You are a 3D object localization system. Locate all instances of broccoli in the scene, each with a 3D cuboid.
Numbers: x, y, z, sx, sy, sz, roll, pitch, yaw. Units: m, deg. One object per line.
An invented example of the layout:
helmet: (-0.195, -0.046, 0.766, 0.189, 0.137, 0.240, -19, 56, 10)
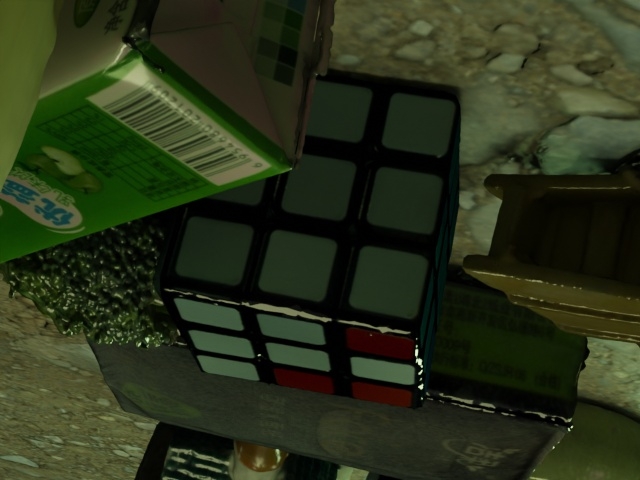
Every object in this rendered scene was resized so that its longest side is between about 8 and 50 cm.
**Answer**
broccoli: (-0.163, 0.021, 0.842, 0.122, 0.118, 0.204, 7, 164, -21)

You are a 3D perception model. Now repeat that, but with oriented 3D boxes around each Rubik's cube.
Rubik's cube: (0.000, 0.000, 0.799, 0.163, 0.160, 0.162, 10, 158, 7)

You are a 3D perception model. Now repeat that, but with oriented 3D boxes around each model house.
model house: (-0.074, 0.255, 1.478, 0.272, 0.190, 0.301, 17, 142, -2)

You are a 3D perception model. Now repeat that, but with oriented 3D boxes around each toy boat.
toy boat: (0.302, 0.006, 0.705, 0.446, 0.135, 0.162, 1, 150, 28)

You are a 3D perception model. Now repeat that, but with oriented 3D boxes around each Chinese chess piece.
Chinese chess piece: (0.245, 0.237, 1.325, 0.238, 0.092, 0.237, 10, 156, 5)

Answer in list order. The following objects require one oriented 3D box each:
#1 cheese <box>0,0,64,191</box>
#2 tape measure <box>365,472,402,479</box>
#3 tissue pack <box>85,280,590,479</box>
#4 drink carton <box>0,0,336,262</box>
cheese: (-0.157, -0.144, 0.403, 0.124, 0.265, 0.242, 8, 158, 11)
tape measure: (0.137, 0.312, 1.445, 0.182, 0.181, 0.107, -17, 177, -30)
tissue pack: (0.009, 0.109, 1.100, 0.394, 0.124, 0.288, 12, 158, 2)
drink carton: (-0.126, -0.096, 0.634, 0.271, 0.161, 0.108, -15, 144, 38)
